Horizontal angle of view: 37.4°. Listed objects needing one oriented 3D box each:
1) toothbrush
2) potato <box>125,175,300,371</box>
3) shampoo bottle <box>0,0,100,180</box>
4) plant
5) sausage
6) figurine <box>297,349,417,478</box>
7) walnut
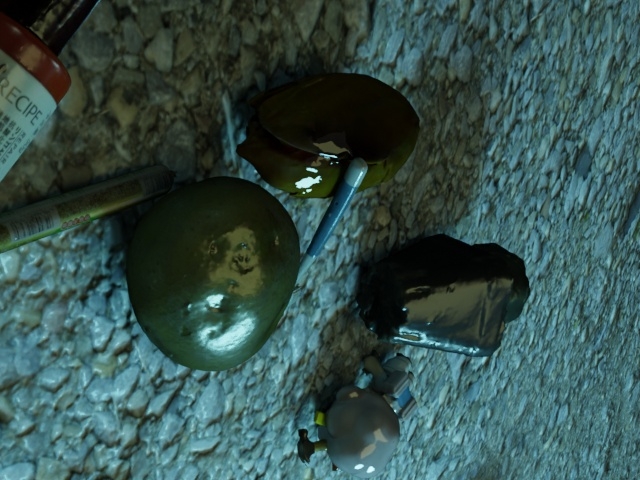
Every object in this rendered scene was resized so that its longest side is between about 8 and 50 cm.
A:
[{"bbox_3d":[0.000,0.000,1.034,0.025,0.019,0.276,-28,159,-37],"label":"toothbrush"},{"bbox_3d":[-0.103,0.036,0.927,0.178,0.160,0.235,-13,137,-20],"label":"potato"},{"bbox_3d":[-0.258,-0.102,0.693,0.278,0.104,0.104,-57,143,-13],"label":"shampoo bottle"},{"bbox_3d":[0.174,0.076,1.288,0.256,0.164,0.142,-6,111,-33],"label":"plant"},{"bbox_3d":[-0.230,-0.023,0.831,0.269,0.033,0.033,-25,127,-42],"label":"sausage"},{"bbox_3d":[0.067,0.243,1.288,0.229,0.112,0.137,-44,134,-43],"label":"figurine"},{"bbox_3d":[0.013,-0.110,1.008,0.245,0.137,0.137,-19,123,-43],"label":"walnut"}]
